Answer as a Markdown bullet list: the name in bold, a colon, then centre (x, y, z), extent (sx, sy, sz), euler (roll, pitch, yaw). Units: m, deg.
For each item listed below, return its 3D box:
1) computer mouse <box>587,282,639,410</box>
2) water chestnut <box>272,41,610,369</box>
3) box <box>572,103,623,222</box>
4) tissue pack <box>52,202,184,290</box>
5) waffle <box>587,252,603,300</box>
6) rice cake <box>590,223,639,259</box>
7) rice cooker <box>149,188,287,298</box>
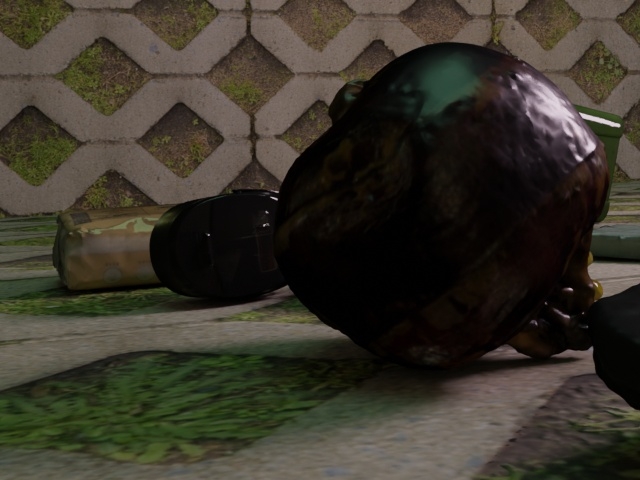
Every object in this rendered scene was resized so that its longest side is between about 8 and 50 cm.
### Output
- **computer mouse**: centre (0.239, 0.048, 0.385), extent (0.270, 0.086, 0.137), euler (-17, 18, -33)
- **water chestnut**: centre (0.086, -0.006, 0.570), extent (0.224, 0.238, 0.223), euler (-43, 6, 6)
- **box**: centre (0.455, -0.151, 1.685), extent (0.178, 0.252, 0.328), euler (10, 5, -4)
- **tissue pack**: centre (-0.213, 0.005, 1.050), extent (0.222, 0.090, 0.186), euler (-6, 8, -21)
- **waffle**: centre (0.127, 0.019, 0.859), extent (0.260, 0.069, 0.293), euler (-1, 4, 0)
- **rice cake**: centre (0.430, 0.002, 1.042), extent (0.211, 0.038, 0.124), euler (3, 8, 44)
- **rice cooker**: centre (-0.091, 0.005, 0.872), extent (0.165, 0.112, 0.106), euler (-7, 1, -42)
